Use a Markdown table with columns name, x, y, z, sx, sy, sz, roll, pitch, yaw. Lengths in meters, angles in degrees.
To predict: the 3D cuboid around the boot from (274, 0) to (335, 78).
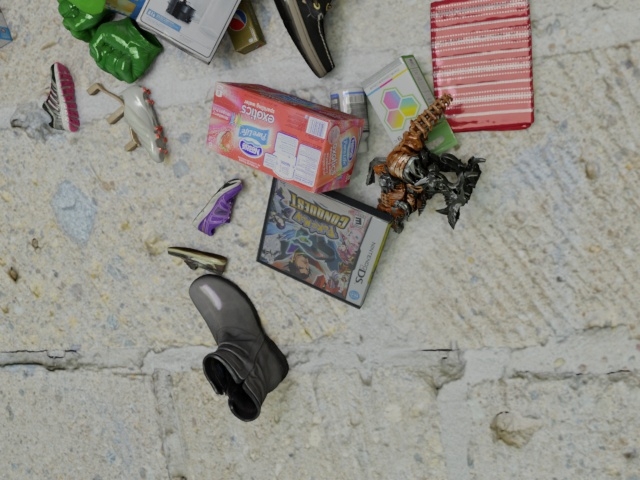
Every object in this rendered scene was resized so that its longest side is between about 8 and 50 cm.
| name | x | y | z | sx | sy | sz | roll | pitch | yaw |
| --- | --- | --- | --- | --- | --- | --- | --- | --- | --- |
| boot | 0.039 | -0.543 | 1.212 | 0.284 | 0.138 | 0.377 | -25 | 121 | -3 |

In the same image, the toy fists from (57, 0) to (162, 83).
| name | x | y | z | sx | sy | sz | roll | pitch | yaw |
| --- | --- | --- | --- | --- | --- | --- | --- | --- | --- |
| toy fists | -0.505 | -0.493 | 1.414 | 0.142 | 0.096 | 0.279 | -41 | 89 | 19 |

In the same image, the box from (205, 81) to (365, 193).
| name | x | y | z | sx | sy | sz | roll | pitch | yaw |
| --- | --- | --- | --- | --- | --- | --- | --- | --- | --- |
| box | -0.078 | -0.222 | 1.272 | 0.300 | 0.142 | 0.154 | 24 | 112 | 28 |

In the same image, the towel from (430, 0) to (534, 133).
| name | x | y | z | sx | sy | sz | roll | pitch | yaw |
| --- | --- | --- | --- | --- | --- | --- | --- | --- | --- |
| towel | 0.328 | -0.358 | 1.239 | 0.199 | 0.031 | 0.274 | -2 | 97 | 18 |

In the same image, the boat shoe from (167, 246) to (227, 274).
| name | x | y | z | sx | sy | sz | roll | pitch | yaw |
| --- | --- | --- | --- | --- | --- | --- | --- | --- | --- |
| boat shoe | -0.304 | 0.049 | 1.474 | 0.152 | 0.056 | 0.049 | 13 | 98 | 13 |

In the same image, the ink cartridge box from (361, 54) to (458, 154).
| name | x | y | z | sx | sy | sz | roll | pitch | yaw |
| --- | --- | --- | --- | --- | --- | --- | --- | --- | --- |
| ink cartridge box | 0.185 | -0.265 | 1.261 | 0.109 | 0.062 | 0.209 | -26 | 92 | 39 |

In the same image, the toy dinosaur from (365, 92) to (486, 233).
| name | x | y | z | sx | sy | sz | roll | pitch | yaw |
| --- | --- | --- | --- | --- | --- | --- | --- | --- | --- |
| toy dinosaur | 0.201 | -0.133 | 1.227 | 0.219 | 0.322 | 0.164 | 26 | 62 | 13 |

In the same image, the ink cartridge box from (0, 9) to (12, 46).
| name | x | y | z | sx | sy | sz | roll | pitch | yaw |
| --- | --- | --- | --- | --- | --- | --- | --- | --- | --- |
| ink cartridge box | -0.848 | -0.571 | 1.491 | 0.060 | 0.104 | 0.180 | -19 | 94 | 19 |

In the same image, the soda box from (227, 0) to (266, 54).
| name | x | y | z | sx | sy | sz | roll | pitch | yaw |
| --- | --- | --- | --- | --- | --- | --- | --- | --- | --- |
| soda box | -0.186 | -0.511 | 1.340 | 0.061 | 0.058 | 0.181 | -20 | 94 | 17 |

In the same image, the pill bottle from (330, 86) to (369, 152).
| name | x | y | z | sx | sy | sz | roll | pitch | yaw |
| --- | --- | --- | --- | --- | --- | --- | --- | --- | --- |
| pill bottle | 0.065 | -0.255 | 1.305 | 0.078 | 0.078 | 0.137 | -3 | 99 | 16 |

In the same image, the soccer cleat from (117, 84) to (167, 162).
| name | x | y | z | sx | sy | sz | roll | pitch | yaw |
| --- | --- | --- | --- | --- | --- | --- | --- | --- | --- |
| soccer cleat | -0.422 | -0.272 | 1.443 | 0.076 | 0.068 | 0.196 | -18 | 87 | 5 |

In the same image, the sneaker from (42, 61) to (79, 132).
| name | x | y | z | sx | sy | sz | roll | pitch | yaw |
| --- | --- | --- | --- | --- | --- | --- | --- | --- | --- |
| sneaker | -0.651 | -0.350 | 1.495 | 0.075 | 0.063 | 0.170 | -3 | 104 | 10 |

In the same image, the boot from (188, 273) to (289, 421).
| name | x | y | z | sx | sy | sz | roll | pitch | yaw |
| --- | --- | --- | --- | --- | --- | --- | --- | --- | --- |
| boot | -0.213 | 0.231 | 1.393 | 0.118 | 0.223 | 0.338 | -43 | 87 | 19 |

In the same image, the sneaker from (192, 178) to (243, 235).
| name | x | y | z | sx | sy | sz | roll | pitch | yaw |
| --- | --- | --- | --- | --- | --- | --- | --- | --- | --- |
| sneaker | -0.231 | -0.079 | 1.438 | 0.071 | 0.068 | 0.170 | 39 | 117 | -10 |

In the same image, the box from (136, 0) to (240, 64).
| name | x | y | z | sx | sy | sz | roll | pitch | yaw |
| --- | --- | --- | --- | --- | --- | --- | --- | --- | --- |
| box | -0.237 | -0.532 | 1.242 | 0.169 | 0.087 | 0.289 | 28 | 94 | -15 |

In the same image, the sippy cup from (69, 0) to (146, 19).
| name | x | y | z | sx | sy | sz | roll | pitch | yaw |
| --- | --- | --- | --- | --- | --- | --- | --- | --- | --- |
| sippy cup | -0.453 | -0.594 | 1.276 | 0.224 | 0.240 | 0.305 | 26 | 80 | -26 |

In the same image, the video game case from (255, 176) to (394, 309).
| name | x | y | z | sx | sy | sz | roll | pitch | yaw |
| --- | --- | --- | --- | --- | --- | --- | --- | --- | --- |
| video game case | 0.000 | 0.000 | 1.346 | 0.275 | 0.035 | 0.248 | 24 | 126 | 12 |

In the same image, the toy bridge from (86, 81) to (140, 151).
| name | x | y | z | sx | sy | sz | roll | pitch | yaw |
| --- | --- | --- | --- | --- | --- | --- | --- | --- | --- |
| toy bridge | -0.492 | -0.306 | 1.479 | 0.063 | 0.026 | 0.188 | -34 | 90 | 17 |
